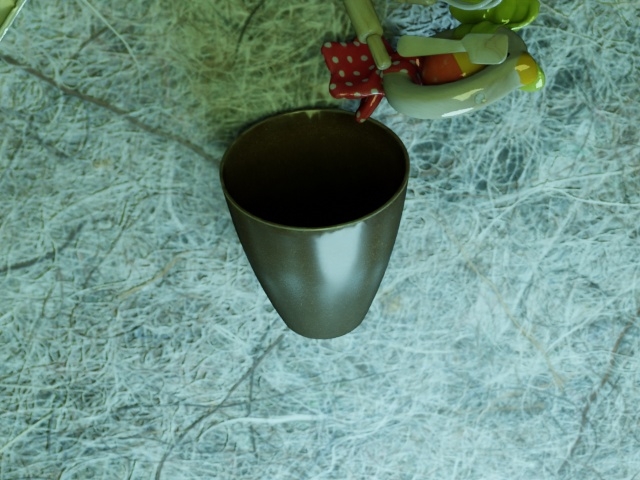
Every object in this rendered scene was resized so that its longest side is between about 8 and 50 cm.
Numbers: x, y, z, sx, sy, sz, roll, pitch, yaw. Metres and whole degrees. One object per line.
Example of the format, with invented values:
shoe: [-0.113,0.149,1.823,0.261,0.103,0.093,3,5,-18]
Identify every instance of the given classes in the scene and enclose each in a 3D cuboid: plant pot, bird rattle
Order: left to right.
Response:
plant pot: [0.000,0.000,1.738,0.215,0.215,0.230,-10,132,-6]
bird rattle: [0.135,-0.201,1.647,0.253,0.207,0.143,-15,117,-8]

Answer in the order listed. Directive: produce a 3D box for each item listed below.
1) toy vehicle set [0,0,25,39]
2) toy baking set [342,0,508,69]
toy vehicle set: [-0.371,-0.328,1.575,0.166,0.035,0.267,30,108,-23]
toy baking set: [0.103,-0.279,1.582,0.197,0.256,0.030,-29,160,36]
